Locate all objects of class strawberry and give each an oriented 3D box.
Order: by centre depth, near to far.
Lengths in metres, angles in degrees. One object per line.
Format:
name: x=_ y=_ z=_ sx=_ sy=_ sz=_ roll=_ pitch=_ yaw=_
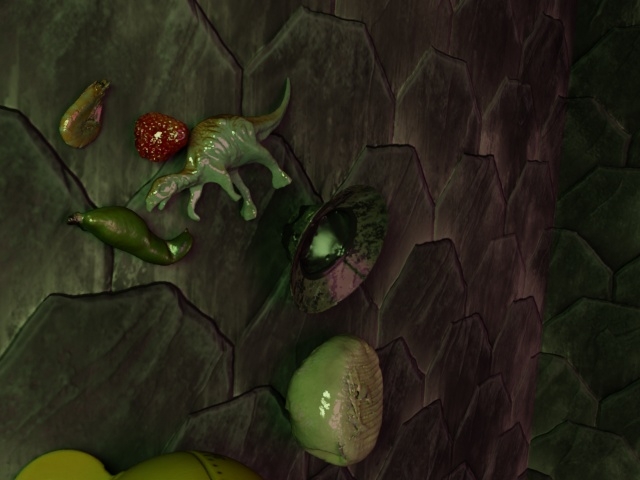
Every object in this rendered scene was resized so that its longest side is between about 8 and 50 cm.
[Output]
strawberry: x=-0.231 y=-0.152 z=0.936 sx=0.073 sy=0.083 sz=0.073 roll=3 pitch=86 yaw=-52

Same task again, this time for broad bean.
broad bean: x=-0.270 y=-0.008 z=0.939 sx=0.214 sy=0.048 sz=0.070 roll=20 pitch=82 yaw=-53

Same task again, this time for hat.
hat: x=0.000 y=0.000 z=1.232 sx=0.266 sy=0.128 sz=0.265 roll=-23 pitch=126 yaw=-36

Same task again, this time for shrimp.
shrimp: x=-0.313 y=-0.171 z=0.872 sx=0.108 sy=0.023 sz=0.059 roll=-60 pitch=148 yaw=-25

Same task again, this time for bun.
bun: x=0.029 y=0.320 z=1.311 sx=0.273 sy=0.168 sz=0.272 roll=8 pitch=81 yaw=-61

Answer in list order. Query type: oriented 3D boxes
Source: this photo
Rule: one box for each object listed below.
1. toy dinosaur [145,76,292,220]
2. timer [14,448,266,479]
toy dinosaur: x=-0.125 y=-0.149 z=1.077 sx=0.392 sy=0.092 sz=0.205 roll=-57 pitch=133 yaw=-24
timer: x=-0.231 y=0.470 z=0.887 sx=0.387 sy=0.376 sz=0.375 roll=3 pitch=95 yaw=-30
